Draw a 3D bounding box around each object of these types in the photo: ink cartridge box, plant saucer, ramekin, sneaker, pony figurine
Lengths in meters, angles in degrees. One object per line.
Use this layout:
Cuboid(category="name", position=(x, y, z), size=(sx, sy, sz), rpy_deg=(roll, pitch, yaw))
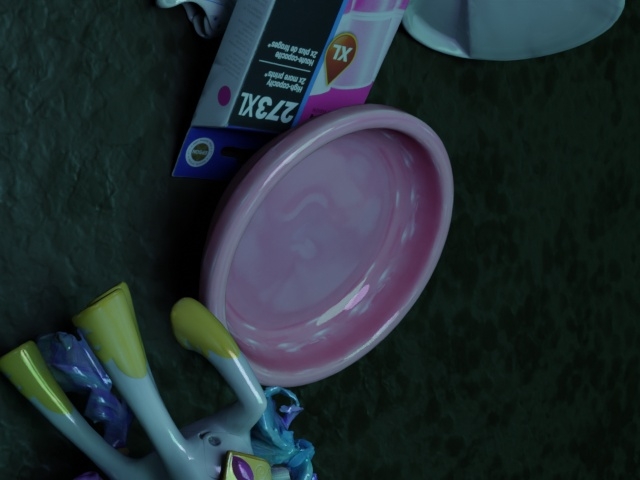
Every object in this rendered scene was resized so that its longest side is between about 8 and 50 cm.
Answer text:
Cuboid(category="ink cartridge box", position=(-0.011, -0.210, 1.092), size=(0.175, 0.069, 0.371), rpy_deg=(3, 121, -44))
Cuboid(category="plant saucer", position=(0.000, 0.000, 1.146), size=(0.332, 0.084, 0.332), rpy_deg=(-24, 132, -29))
Cuboid(category="ramekin", position=(0.232, -0.335, 1.307), size=(0.273, 0.273, 0.127), rpy_deg=(15, 69, -43))
Cuboid(category="sneaker", position=(-0.097, -0.250, 1.129), size=(0.190, 0.071, 0.083), rpy_deg=(12, 90, -35))
Cuboid(category="pony figurine", position=(-0.135, 0.224, 0.956), size=(0.303, 0.351, 0.363), rpy_deg=(-37, 97, -40))
